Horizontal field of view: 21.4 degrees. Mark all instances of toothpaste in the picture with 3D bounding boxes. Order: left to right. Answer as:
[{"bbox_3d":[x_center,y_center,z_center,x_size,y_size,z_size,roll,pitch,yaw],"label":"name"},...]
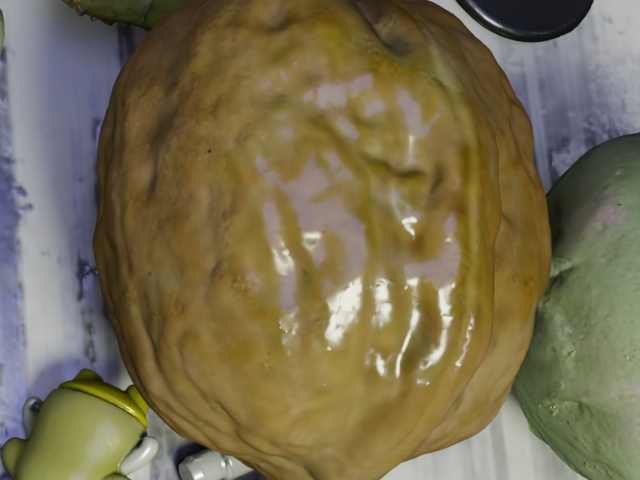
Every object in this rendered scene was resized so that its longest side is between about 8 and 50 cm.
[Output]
[{"bbox_3d":[-0.017,0.131,1.218,0.190,0.031,0.048,-24,80,-29],"label":"toothpaste"}]

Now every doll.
[{"bbox_3d":[-0.173,0.162,1.124,0.106,0.062,0.162,16,62,25],"label":"doll"}]

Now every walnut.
[{"bbox_3d":[0.003,0.000,1.122,0.306,0.306,0.344,1,80,-21],"label":"walnut"}]

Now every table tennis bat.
[{"bbox_3d":[0.133,-0.263,1.387,0.236,0.027,0.150,41,65,-8],"label":"table tennis bat"}]

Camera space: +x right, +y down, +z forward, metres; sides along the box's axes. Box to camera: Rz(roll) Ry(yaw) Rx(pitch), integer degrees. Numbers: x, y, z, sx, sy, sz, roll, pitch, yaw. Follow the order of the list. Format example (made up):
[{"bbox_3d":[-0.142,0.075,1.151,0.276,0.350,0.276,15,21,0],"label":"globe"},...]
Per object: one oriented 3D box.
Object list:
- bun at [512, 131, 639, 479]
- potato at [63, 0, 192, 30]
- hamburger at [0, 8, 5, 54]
[{"bbox_3d":[0.214,0.058,1.230,0.179,0.283,0.283,-4,74,13],"label":"bun"},{"bbox_3d":[-0.096,-0.189,1.234,0.225,0.090,0.117,8,35,-24],"label":"potato"},{"bbox_3d":[-0.279,-0.131,1.175,0.121,0.054,0.084,2,79,-18],"label":"hamburger"}]
